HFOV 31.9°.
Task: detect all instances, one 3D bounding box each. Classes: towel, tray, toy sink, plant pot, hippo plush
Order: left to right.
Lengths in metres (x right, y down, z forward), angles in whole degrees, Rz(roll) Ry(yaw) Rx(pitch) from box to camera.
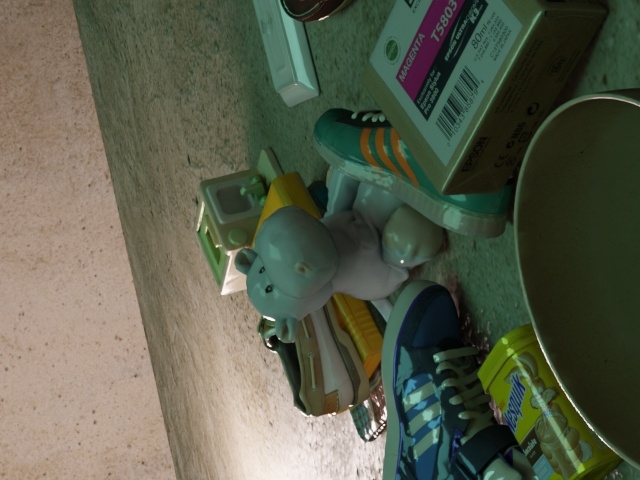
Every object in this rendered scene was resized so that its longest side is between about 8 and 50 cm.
[{"bbox_3d":[-0.140,-0.032,2.005,0.153,0.131,0.234,65,157,23],"label":"toy sink"},{"bbox_3d":[-0.069,-0.346,1.747,0.145,0.030,0.271,175,80,-70],"label":"tray"},{"bbox_3d":[0.000,0.000,1.515,0.294,0.236,0.234,108,142,-55],"label":"hippo plush"},{"bbox_3d":[0.036,0.118,1.788,0.271,0.040,0.370,115,136,-61],"label":"towel"},{"bbox_3d":[0.300,0.014,0.821,0.284,0.190,0.284,165,90,-69],"label":"plant pot"}]

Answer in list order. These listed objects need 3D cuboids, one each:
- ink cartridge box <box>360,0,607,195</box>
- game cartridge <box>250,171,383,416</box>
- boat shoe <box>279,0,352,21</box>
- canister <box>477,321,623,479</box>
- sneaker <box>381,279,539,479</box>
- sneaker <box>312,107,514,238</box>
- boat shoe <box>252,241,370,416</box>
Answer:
[{"bbox_3d":[0.153,-0.193,1.128,0.193,0.088,0.235,58,139,35],"label":"ink cartridge box"},{"bbox_3d":[-0.016,0.096,1.781,0.324,0.052,0.285,64,157,22],"label":"game cartridge"},{"bbox_3d":[-0.007,-0.368,1.414,0.123,0.123,0.342,61,156,2],"label":"boat shoe"},{"bbox_3d":[0.253,0.190,1.233,0.170,0.073,0.126,62,156,26],"label":"canister"},{"bbox_3d":[0.196,0.218,1.378,0.236,0.130,0.323,5,92,45],"label":"sneaker"},{"bbox_3d":[0.112,-0.116,1.321,0.302,0.108,0.121,31,120,39],"label":"sneaker"},{"bbox_3d":[-0.039,0.119,1.659,0.302,0.103,0.113,60,155,24],"label":"boat shoe"}]
